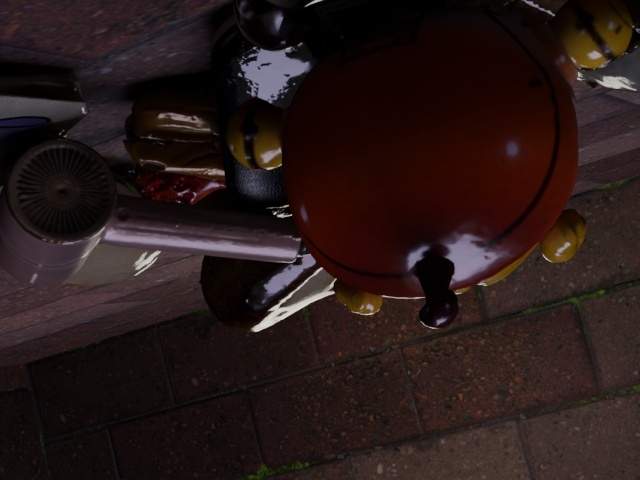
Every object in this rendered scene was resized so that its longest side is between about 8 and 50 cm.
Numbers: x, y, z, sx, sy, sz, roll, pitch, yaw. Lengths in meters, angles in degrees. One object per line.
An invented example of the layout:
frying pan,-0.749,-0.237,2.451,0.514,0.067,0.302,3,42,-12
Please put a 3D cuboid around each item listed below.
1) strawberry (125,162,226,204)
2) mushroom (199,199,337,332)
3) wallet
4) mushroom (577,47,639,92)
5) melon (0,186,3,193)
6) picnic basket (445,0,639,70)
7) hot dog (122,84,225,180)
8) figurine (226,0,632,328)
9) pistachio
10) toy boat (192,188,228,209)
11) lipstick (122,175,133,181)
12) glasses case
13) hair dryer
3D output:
strawberry,-0.130,-0.097,1.487,0.187,0.082,0.146,-19,-145,3
mushroom,-0.018,-0.017,1.733,0.239,0.345,0.345,32,-162,27
wallet,-0.374,-0.078,1.229,0.274,0.068,0.335,-17,174,-45
mushroom,0.339,-0.225,1.315,0.177,0.126,0.397,15,168,-4
melon,-0.418,-0.025,1.536,0.202,0.093,0.139,-9,-179,-3
picnic basket,0.195,-0.213,1.171,0.193,0.055,0.110,19,157,-25
hot dog,-0.080,-0.106,1.396,0.269,0.072,0.115,7,127,-29
figurine,0.068,-0.097,0.957,0.320,0.323,0.196,-18,173,21
pistachio,-0.283,-0.018,1.635,0.223,0.126,0.152,11,113,-54
toy boat,-0.124,-0.074,1.778,0.149,0.047,0.049,-38,180,4
lipstick,-0.296,-0.051,1.728,0.157,0.048,0.048,-13,173,-9
glasses case,-0.039,-0.117,1.271,0.122,0.075,0.314,-12,149,-6
hair dryer,-0.149,-0.006,1.324,0.344,0.107,0.189,8,162,-16
